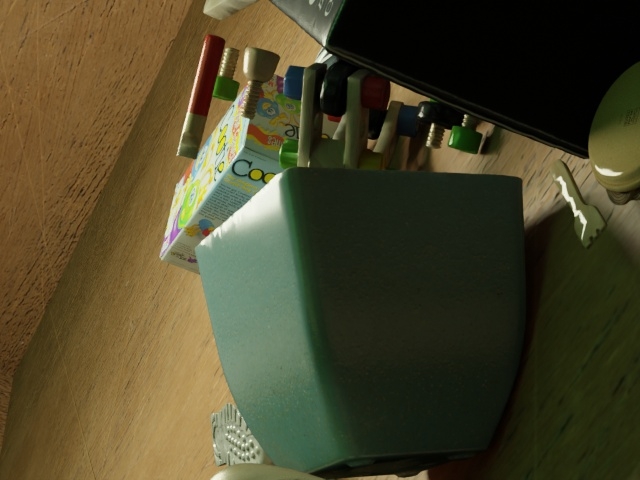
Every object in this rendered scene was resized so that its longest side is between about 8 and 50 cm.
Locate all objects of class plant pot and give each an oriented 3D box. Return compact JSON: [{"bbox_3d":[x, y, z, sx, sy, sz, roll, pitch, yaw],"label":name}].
[{"bbox_3d":[0.044,0.092,1.257,0.248,0.247,0.252,143,124,-59],"label":"plant pot"}]

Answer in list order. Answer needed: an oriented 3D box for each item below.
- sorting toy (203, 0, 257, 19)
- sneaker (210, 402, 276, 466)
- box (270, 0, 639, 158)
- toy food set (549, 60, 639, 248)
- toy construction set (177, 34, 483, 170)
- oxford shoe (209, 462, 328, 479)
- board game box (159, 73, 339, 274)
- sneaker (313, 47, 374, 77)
[{"bbox_3d":[-0.076,-0.378,1.389,0.257,0.089,0.255,-173,101,-73],"label":"sorting toy"},{"bbox_3d":[-0.070,0.235,1.611,0.235,0.095,0.090,172,96,-75],"label":"sneaker"},{"bbox_3d":[0.171,-0.391,1.302,0.480,0.297,0.472,-66,17,12],"label":"box"},{"bbox_3d":[0.270,-0.091,1.092,0.192,0.038,0.132,-55,27,26],"label":"toy food set"},{"bbox_3d":[-0.012,-0.079,1.523,0.257,0.309,0.237,-164,89,-80],"label":"toy construction set"},{"bbox_3d":[0.020,0.260,1.068,0.397,0.146,0.140,21,67,45],"label":"oxford shoe"},{"bbox_3d":[-0.087,-0.073,1.771,0.275,0.144,0.142,-48,27,47],"label":"board game box"},{"bbox_3d":[0.008,-0.171,1.838,0.235,0.094,0.153,-60,10,0],"label":"sneaker"}]
